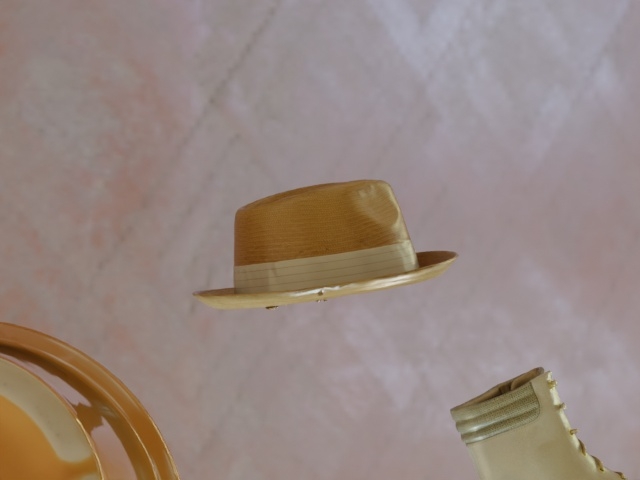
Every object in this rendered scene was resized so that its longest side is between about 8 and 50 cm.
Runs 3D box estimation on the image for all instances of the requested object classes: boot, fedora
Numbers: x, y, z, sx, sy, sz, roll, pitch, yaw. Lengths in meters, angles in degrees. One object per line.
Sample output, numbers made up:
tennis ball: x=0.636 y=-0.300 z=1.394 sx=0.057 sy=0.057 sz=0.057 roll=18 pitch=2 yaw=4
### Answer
boot: x=0.223 y=0.188 z=1.627 sx=0.213 sy=0.077 sz=0.165 roll=-16 pitch=86 yaw=-26
fedora: x=0.000 y=0.000 z=1.329 sx=0.194 sy=0.194 sz=0.079 roll=-11 pitch=94 yaw=-47

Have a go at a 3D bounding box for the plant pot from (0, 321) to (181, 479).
plant pot: x=-0.152 y=0.122 z=0.759 sx=0.205 sy=0.188 sz=0.205 roll=2 pitch=76 yaw=-7
